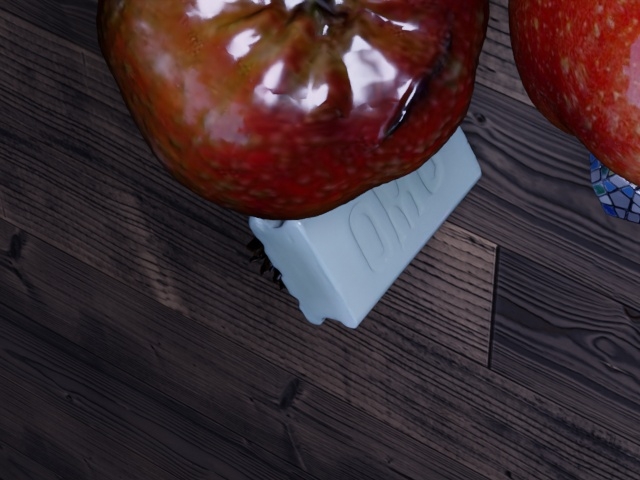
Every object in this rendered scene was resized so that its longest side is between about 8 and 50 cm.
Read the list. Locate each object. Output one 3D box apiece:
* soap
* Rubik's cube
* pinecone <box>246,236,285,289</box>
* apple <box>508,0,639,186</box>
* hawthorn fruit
[{"bbox_3d":[0.055,-0.048,2.037,0.087,0.265,0.160,4,132,45],"label":"soap"},{"bbox_3d":[0.331,-0.071,1.883,0.111,0.093,0.111,29,149,20],"label":"Rubik's cube"},{"bbox_3d":[0.006,0.000,2.263,0.165,0.163,0.163,27,149,-7],"label":"pinecone"},{"bbox_3d":[0.321,-0.178,1.532,0.348,0.348,0.277,31,103,16],"label":"apple"},{"bbox_3d":[-0.025,-0.219,1.844,0.402,0.403,0.403,27,146,21],"label":"hawthorn fruit"}]
